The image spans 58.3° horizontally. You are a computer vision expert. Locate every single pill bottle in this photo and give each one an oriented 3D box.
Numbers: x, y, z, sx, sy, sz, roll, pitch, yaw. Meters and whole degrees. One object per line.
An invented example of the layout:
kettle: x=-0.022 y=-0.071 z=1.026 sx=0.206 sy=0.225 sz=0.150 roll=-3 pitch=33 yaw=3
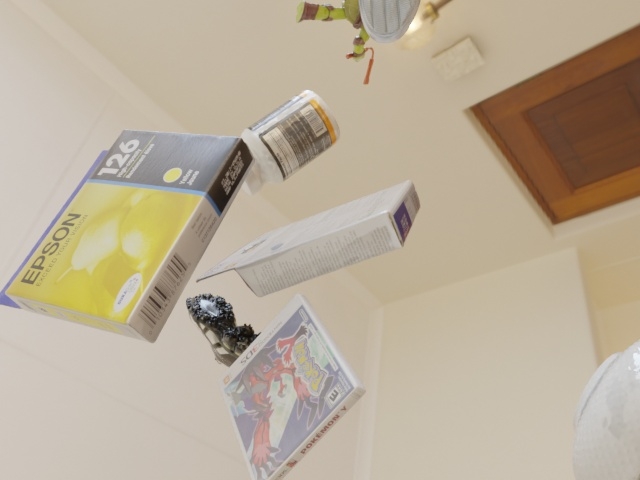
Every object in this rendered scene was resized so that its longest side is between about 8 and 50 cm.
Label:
pill bottle: x=-0.101 y=-0.244 z=1.453 sx=0.278 sy=0.162 sz=0.162 roll=-36 pitch=-74 yaw=-11

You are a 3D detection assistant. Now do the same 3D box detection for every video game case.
video game case: x=-0.049 y=0.191 z=0.756 sx=0.023 sy=0.183 sz=0.201 roll=36 pitch=-171 yaw=-37

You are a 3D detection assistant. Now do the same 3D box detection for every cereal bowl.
cereal bowl: x=0.522 y=0.287 z=0.942 sx=0.339 sy=0.141 sz=0.339 roll=-21 pitch=-56 yaw=-34

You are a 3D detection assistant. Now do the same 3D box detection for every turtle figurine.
turtle figurine: x=0.065 y=-0.455 z=1.153 sx=0.217 sy=0.269 sz=0.087 roll=7 pitch=-151 yaw=-18

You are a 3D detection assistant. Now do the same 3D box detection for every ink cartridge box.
ink cartridge box: x=-0.286 y=-0.029 z=0.796 sx=0.072 sy=0.307 sz=0.304 roll=65 pitch=-139 yaw=-51
ink cartridge box: x=0.000 y=0.000 z=0.992 sx=0.071 sy=0.330 sz=0.324 roll=67 pitch=-161 yaw=-8

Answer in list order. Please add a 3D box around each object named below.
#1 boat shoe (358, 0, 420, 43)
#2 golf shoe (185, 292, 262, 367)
boat shoe: x=0.128 y=-0.475 z=0.998 sx=0.094 sy=0.109 sz=0.302 roll=43 pitch=-129 yaw=-73
golf shoe: x=-0.170 y=0.163 z=0.969 sx=0.077 sy=0.198 sz=0.094 roll=-13 pitch=-55 yaw=-37
